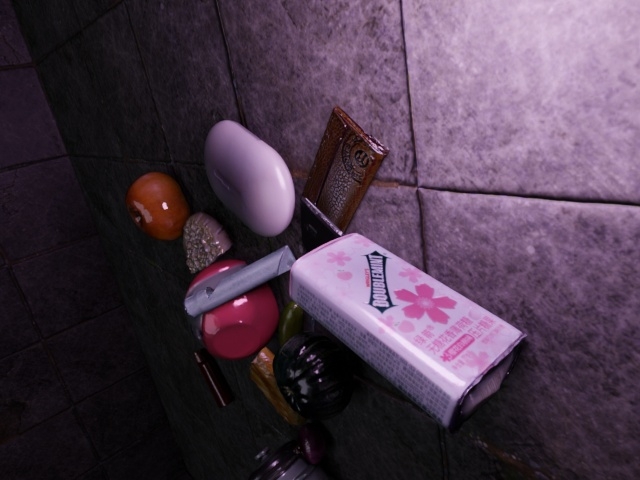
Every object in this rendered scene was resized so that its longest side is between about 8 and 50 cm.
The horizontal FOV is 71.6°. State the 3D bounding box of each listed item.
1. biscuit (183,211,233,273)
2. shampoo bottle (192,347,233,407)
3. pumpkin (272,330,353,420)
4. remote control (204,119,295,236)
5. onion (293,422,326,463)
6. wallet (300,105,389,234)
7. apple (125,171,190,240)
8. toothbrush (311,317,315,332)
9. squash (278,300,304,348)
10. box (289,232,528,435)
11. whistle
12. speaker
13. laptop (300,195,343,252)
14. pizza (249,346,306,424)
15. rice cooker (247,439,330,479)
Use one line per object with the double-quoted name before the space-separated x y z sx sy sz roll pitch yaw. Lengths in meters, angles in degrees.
"biscuit" -0.367 -0.002 1.404 0.281 0.084 0.179 -22 89 53
"shampoo bottle" -0.467 0.590 1.916 0.260 0.064 0.102 60 145 6
"pumpkin" -0.017 0.330 1.087 0.220 0.162 0.220 43 148 37
"remote control" -0.174 -0.146 1.041 0.332 0.103 0.221 40 132 31
"onion" -0.032 0.609 1.331 0.115 0.104 0.115 58 163 29
"wallet" 0.032 -0.119 0.849 0.133 0.039 0.243 49 143 18
"apple" -0.545 -0.108 1.488 0.235 0.173 0.210 55 144 12
"toothbrush" -0.022 0.268 1.184 0.014 0.011 0.167 37 137 42
"squash" -0.080 0.259 1.206 0.069 0.069 0.258 34 135 36
"box" 0.133 0.128 0.744 0.369 0.190 0.112 32 134 36
"whistle" -0.202 0.105 1.126 0.062 0.312 0.062 59 -169 -19
"speaker" -0.264 0.198 1.314 0.294 0.294 0.294 30 133 39
"laptop" 0.000 0.000 0.949 0.129 0.016 0.180 45 157 26
"pizza" -0.133 0.426 1.333 0.226 0.086 0.335 17 139 47
"rice cooker" -0.099 0.784 1.394 0.316 0.264 0.316 18 120 36
